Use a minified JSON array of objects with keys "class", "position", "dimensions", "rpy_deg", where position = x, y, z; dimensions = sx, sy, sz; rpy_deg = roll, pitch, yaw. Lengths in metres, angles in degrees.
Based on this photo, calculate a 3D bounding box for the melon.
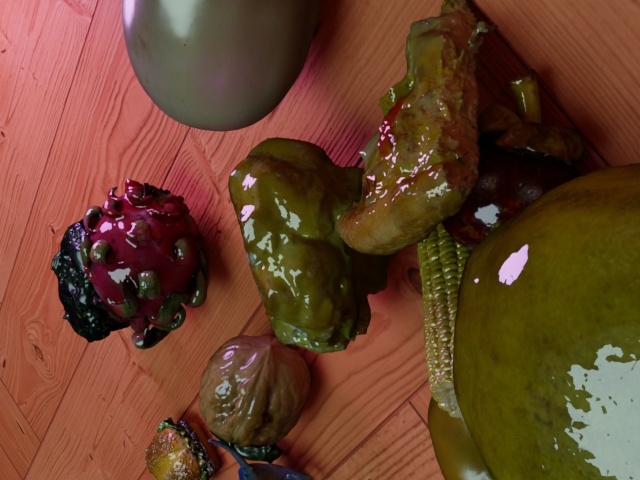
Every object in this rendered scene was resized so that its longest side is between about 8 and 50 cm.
[{"class":"melon","position":[-0.112,-0.275,1.268],"dimensions":[0.223,0.223,0.317],"rpy_deg":[34,130,34]}]

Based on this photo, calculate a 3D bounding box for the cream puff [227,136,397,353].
[{"class":"cream puff","position":[0.001,0.002,1.329],"dimensions":[0.282,0.185,0.282],"rpy_deg":[162,90,-83]}]

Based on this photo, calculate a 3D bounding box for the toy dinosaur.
[{"class":"toy dinosaur","position":[-0.069,0.378,1.704],"dimensions":[0.144,0.076,0.329],"rpy_deg":[21,160,20]}]

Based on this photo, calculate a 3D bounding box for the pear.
[{"class":"pear","position":[0.296,0.110,0.908],"dimensions":[0.413,0.352,0.352],"rpy_deg":[18,125,46]}]

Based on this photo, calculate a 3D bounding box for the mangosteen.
[{"class":"mangosteen","position":[0.202,-0.063,1.104],"dimensions":[0.146,0.181,0.156],"rpy_deg":[31,177,-28]}]

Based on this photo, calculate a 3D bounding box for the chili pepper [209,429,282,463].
[{"class":"chili pepper","position":[-0.126,0.313,1.791],"dimensions":[0.182,0.050,0.073],"rpy_deg":[28,124,36]}]

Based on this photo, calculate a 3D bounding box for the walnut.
[{"class":"walnut","position":[-0.094,0.211,1.608],"dimensions":[0.155,0.155,0.184],"rpy_deg":[46,138,22]}]

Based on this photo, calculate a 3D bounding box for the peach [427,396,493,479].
[{"class":"peach","position":[0.235,0.218,1.212],"dimensions":[0.251,0.153,0.251],"rpy_deg":[15,120,27]}]

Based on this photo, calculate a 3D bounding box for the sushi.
[{"class":"sushi","position":[-0.369,0.062,1.873],"dimensions":[0.124,0.127,0.225],"rpy_deg":[34,133,35]}]

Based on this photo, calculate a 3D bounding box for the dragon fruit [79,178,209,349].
[{"class":"dragon fruit","position":[-0.263,0.035,1.692],"dimensions":[0.218,0.198,0.273],"rpy_deg":[24,159,4]}]

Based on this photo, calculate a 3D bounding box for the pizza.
[{"class":"pizza","position":[0.091,-0.122,1.115],"dimensions":[0.075,0.288,0.280],"rpy_deg":[19,158,-14]}]

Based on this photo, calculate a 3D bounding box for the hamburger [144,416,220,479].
[{"class":"hamburger","position":[-0.252,0.381,1.956],"dimensions":[0.137,0.087,0.166],"rpy_deg":[57,144,10]}]

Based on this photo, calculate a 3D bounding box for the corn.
[{"class":"corn","position":[0.151,0.065,1.164],"dimensions":[0.093,0.093,0.244],"rpy_deg":[117,159,-48]}]
